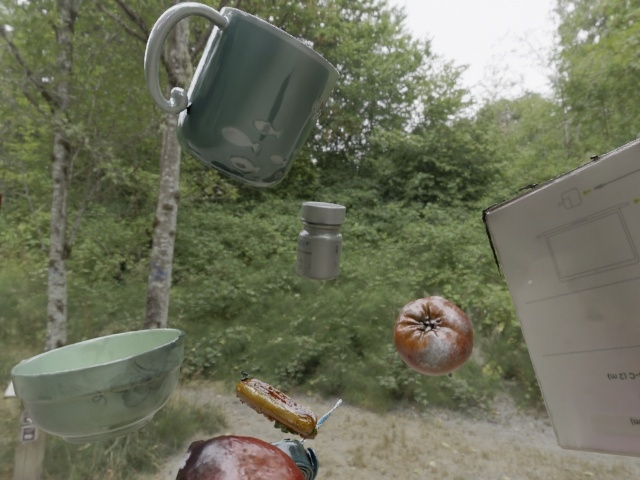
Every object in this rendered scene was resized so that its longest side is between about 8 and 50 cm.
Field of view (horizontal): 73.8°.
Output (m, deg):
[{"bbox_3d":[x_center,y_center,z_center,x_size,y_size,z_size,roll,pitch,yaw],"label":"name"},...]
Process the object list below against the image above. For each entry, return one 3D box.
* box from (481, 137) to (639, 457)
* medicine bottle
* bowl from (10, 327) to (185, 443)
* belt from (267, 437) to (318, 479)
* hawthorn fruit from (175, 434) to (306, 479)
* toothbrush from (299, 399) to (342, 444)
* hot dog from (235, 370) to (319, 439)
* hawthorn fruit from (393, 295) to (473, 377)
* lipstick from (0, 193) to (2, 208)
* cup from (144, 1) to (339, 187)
[{"bbox_3d":[0.283,0.049,0.371,0.106,0.251,0.203,-2,-18,-31],"label":"box"},{"bbox_3d":[0.000,0.000,0.977,0.105,0.168,0.105,5,11,-1],"label":"medicine bottle"},{"bbox_3d":[-0.423,0.285,0.848,0.307,0.163,0.307,-5,1,0],"label":"bowl"},{"bbox_3d":[-0.131,0.709,1.279,0.268,0.206,0.116,-27,35,-7],"label":"belt"},{"bbox_3d":[-0.106,0.396,0.606,0.250,0.215,0.215,30,-24,-25],"label":"hawthorn fruit"},{"bbox_3d":[0.003,0.490,1.154,0.162,0.014,0.017,-37,-9,-32],"label":"toothbrush"},{"bbox_3d":[-0.087,0.311,0.795,0.188,0.055,0.072,23,-8,21],"label":"hot dog"},{"bbox_3d":[0.335,0.287,1.289,0.231,0.235,0.263,10,-12,2],"label":"hawthorn fruit"},{"bbox_3d":[-0.729,0.012,0.904,0.073,0.279,0.073,-13,-28,-7],"label":"lipstick"},{"bbox_3d":[-0.169,-0.276,0.826,0.357,0.274,0.259,15,16,-48],"label":"cup"}]
